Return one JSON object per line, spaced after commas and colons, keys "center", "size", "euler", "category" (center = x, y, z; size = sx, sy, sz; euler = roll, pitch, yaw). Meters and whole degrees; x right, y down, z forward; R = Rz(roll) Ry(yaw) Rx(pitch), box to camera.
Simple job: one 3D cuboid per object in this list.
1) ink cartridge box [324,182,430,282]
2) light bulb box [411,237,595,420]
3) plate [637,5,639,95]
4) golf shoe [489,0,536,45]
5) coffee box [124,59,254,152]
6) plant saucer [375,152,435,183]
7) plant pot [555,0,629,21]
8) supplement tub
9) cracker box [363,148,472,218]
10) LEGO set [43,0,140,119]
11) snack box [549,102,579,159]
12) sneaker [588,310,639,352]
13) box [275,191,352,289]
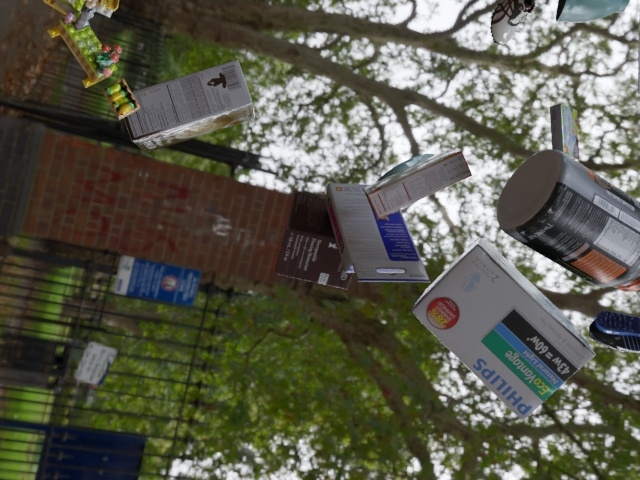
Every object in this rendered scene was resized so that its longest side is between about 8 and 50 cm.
{"center": [0.129, -0.010, 1.623], "size": [0.371, 0.176, 0.069], "euler": [-105, -158, -50], "category": "ink cartridge box"}
{"center": [0.440, 0.194, 1.636], "size": [0.225, 0.358, 0.361], "euler": [-47, 172, 12], "category": "light bulb box"}
{"center": [0.793, -0.507, 1.488], "size": [0.045, 0.278, 0.277], "euler": [24, -120, 39], "category": "plate"}
{"center": [0.676, -0.800, 2.318], "size": [0.120, 0.105, 0.273], "euler": [-121, -148, -44], "category": "golf shoe"}
{"center": [-0.267, -0.270, 1.357], "size": [0.141, 0.246, 0.098], "euler": [136, -64, -86], "category": "coffee box"}
{"center": [0.251, -0.183, 1.915], "size": [0.037, 0.195, 0.195], "euler": [63, -33, 14], "category": "plant saucer"}
{"center": [0.882, -0.824, 2.096], "size": [0.293, 0.196, 0.293], "euler": [12, 90, -81], "category": "plant pot"}
{"center": [0.570, -0.033, 1.437], "size": [0.207, 0.338, 0.207], "euler": [-54, -162, 26], "category": "supplement tub"}
{"center": [0.220, -0.134, 1.548], "size": [0.156, 0.232, 0.067], "euler": [-86, 152, -80], "category": "cracker box"}
{"center": [-0.307, -0.324, 0.939], "size": [0.107, 0.132, 0.287], "euler": [-18, -107, 49], "category": "LEGO set"}
{"center": [0.674, -0.297, 1.838], "size": [0.037, 0.100, 0.141], "euler": [-8, -99, 46], "category": "snack box"}
{"center": [0.785, 0.240, 1.645], "size": [0.090, 0.232, 0.081], "euler": [88, 23, -54], "category": "sneaker"}
{"center": [0.000, 0.000, 1.789], "size": [0.167, 0.203, 0.168], "euler": [-81, -175, -51], "category": "box"}
